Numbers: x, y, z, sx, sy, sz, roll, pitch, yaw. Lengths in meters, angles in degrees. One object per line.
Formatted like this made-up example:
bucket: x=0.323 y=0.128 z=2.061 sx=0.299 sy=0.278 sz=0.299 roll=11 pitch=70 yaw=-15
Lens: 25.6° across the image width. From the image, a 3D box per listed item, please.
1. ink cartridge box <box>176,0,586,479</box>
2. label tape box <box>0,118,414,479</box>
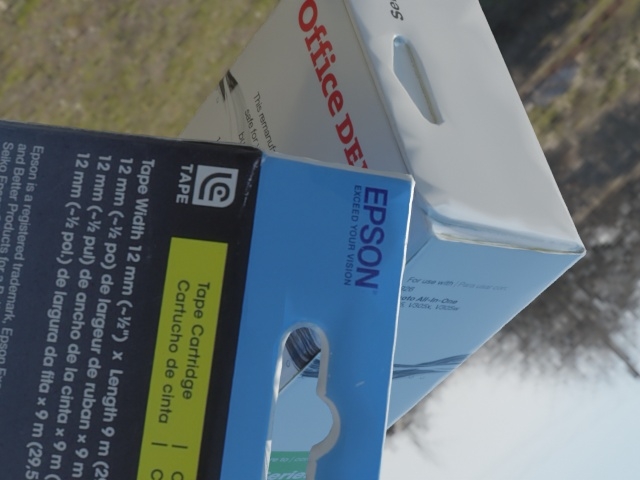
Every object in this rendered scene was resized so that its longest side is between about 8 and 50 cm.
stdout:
ink cartridge box: x=0.000 y=0.000 z=0.861 sx=0.122 sy=0.211 sz=0.289 roll=7 pitch=142 yaw=-36
label tape box: x=-0.143 y=0.074 z=0.675 sx=0.115 sy=0.348 sz=0.249 roll=98 pitch=-2 yaw=-78
